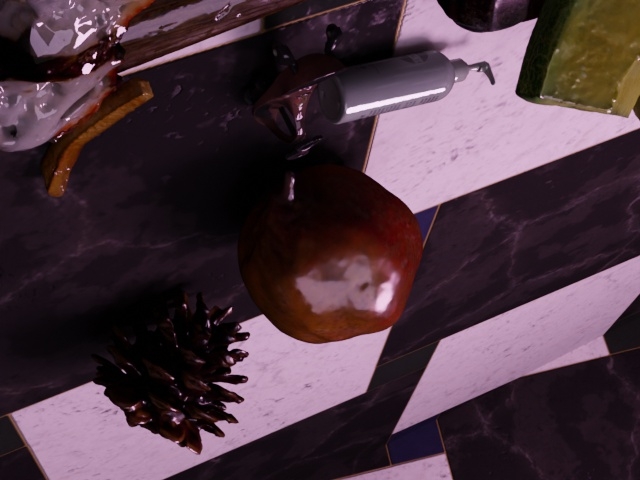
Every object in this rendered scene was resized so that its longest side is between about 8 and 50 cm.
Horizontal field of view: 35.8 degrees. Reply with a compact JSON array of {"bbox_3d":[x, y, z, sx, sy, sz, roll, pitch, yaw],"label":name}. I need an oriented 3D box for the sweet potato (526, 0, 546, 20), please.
[{"bbox_3d":[0.215,-0.241,0.999,0.117,0.049,0.049,-8,150,-36],"label":"sweet potato"}]

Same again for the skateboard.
[{"bbox_3d":[-0.019,-0.129,0.912,0.067,0.080,0.151,-25,175,-26],"label":"skateboard"}]

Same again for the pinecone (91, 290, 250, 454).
[{"bbox_3d":[-0.177,0.157,1.237,0.207,0.208,0.208,-23,157,-11],"label":"pinecone"}]

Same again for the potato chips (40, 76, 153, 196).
[{"bbox_3d":[-0.196,-0.091,0.846,0.026,0.037,0.204,-22,174,-43],"label":"potato chips"}]

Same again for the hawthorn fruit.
[{"bbox_3d":[0.000,0.000,1.114,0.208,0.208,0.248,-31,140,8],"label":"hawthorn fruit"}]

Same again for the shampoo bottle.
[{"bbox_3d":[0.093,-0.164,1.019,0.195,0.056,0.056,-17,155,-27],"label":"shampoo bottle"}]

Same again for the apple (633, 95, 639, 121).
[{"bbox_3d":[0.433,-0.195,1.068,0.279,0.279,0.279,-23,157,-11],"label":"apple"}]

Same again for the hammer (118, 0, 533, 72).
[{"bbox_3d":[0.001,-0.226,0.780,0.408,0.095,0.242,-19,156,-6],"label":"hammer"}]

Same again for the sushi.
[{"bbox_3d":[-0.182,-0.159,0.639,0.130,0.124,0.332,-15,157,-44],"label":"sushi"}]

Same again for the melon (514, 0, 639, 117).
[{"bbox_3d":[0.303,-0.261,0.924,0.323,0.124,0.196,-62,168,17],"label":"melon"}]
